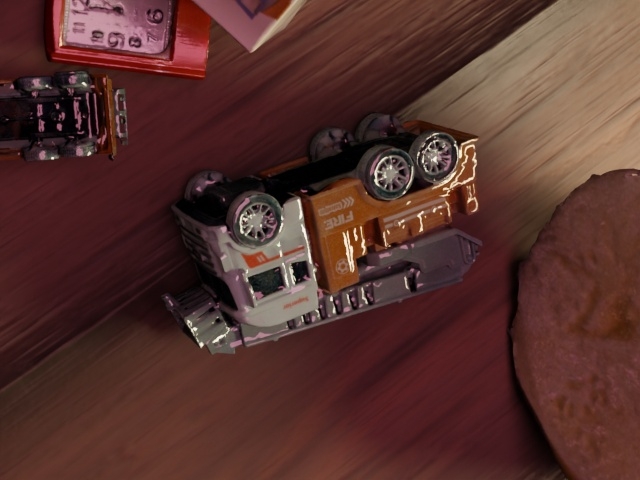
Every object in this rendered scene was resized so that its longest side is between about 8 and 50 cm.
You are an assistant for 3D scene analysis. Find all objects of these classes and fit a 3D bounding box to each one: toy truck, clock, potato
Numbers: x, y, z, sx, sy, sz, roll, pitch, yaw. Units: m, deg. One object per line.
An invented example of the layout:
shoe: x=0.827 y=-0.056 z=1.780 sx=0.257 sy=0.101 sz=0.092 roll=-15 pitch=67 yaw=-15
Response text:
toy truck: x=0.000 y=0.000 z=1.198 sx=0.338 sy=0.133 sz=0.184 roll=-21 pitch=112 yaw=-22
clock: x=-0.185 y=-0.217 z=1.138 sx=0.155 sy=0.061 sz=0.113 roll=5 pitch=91 yaw=-19
toy truck: x=-0.272 y=-0.111 z=1.088 sx=0.177 sy=0.115 sz=0.080 roll=-2 pitch=97 yaw=1
potato: x=0.412 y=0.119 z=1.336 sx=0.296 sy=0.290 sz=0.397 roll=-5 pitch=85 yaw=-40

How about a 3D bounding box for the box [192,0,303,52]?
box: x=-0.103 y=-0.364 z=1.027 sx=0.341 sy=0.143 sz=0.225 roll=43 pitch=111 yaw=-4
